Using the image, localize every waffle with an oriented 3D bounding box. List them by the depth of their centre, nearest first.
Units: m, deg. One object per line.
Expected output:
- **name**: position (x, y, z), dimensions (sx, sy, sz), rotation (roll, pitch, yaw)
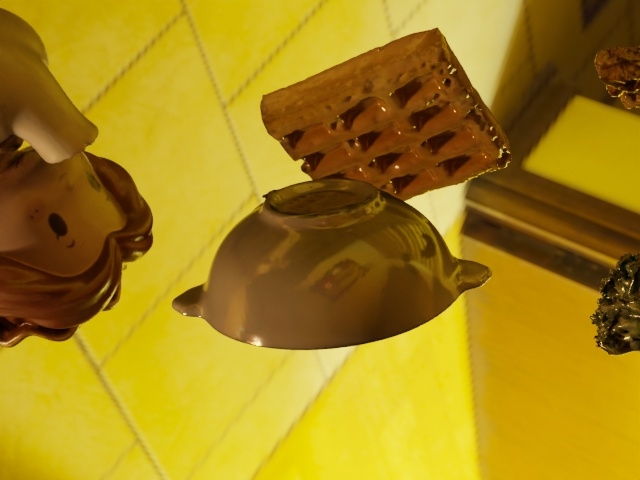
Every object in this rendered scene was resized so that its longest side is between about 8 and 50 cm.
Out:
- **waffle**: position (0.339, -0.154, 1.176), dimensions (0.149, 0.194, 0.051), rotation (25, 65, -62)
- **waffle**: position (0.079, -0.127, 1.563), dimensions (0.248, 0.221, 0.055), rotation (47, 29, -53)

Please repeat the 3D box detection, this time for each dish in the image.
- **dish**: position (0.000, 0.000, 1.079), dimensions (0.236, 0.228, 0.086), rotation (-13, 112, -20)

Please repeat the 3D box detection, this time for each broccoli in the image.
- **broccoli**: position (0.409, 0.086, 1.645), dimensions (0.160, 0.167, 0.155), rotation (-84, 167, -50)

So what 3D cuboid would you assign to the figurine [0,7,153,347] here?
- **figurine**: position (-0.210, -0.042, 0.892), dimensions (0.142, 0.189, 0.263), rotation (-54, 129, -38)
